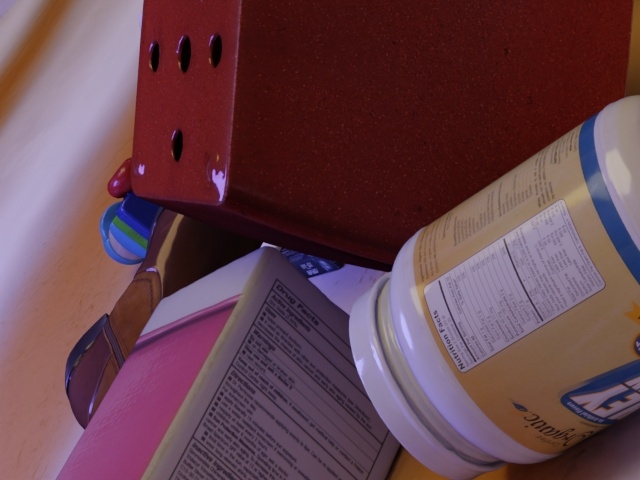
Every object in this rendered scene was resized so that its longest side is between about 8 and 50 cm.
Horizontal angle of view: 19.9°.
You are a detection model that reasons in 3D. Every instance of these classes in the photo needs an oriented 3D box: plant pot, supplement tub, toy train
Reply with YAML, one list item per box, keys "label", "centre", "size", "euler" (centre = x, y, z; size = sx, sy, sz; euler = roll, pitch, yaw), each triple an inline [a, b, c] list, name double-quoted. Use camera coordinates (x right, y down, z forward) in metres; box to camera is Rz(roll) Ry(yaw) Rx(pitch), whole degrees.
- label: "plant pot"
  centre: [0.022, -0.106, 1.147]
  size: [0.267, 0.235, 0.267]
  euler: [-171, 85, -65]
- label: "supplement tub"
  centre: [0.129, 0.031, 0.971]
  size: [0.199, 0.144, 0.144]
  euler: [-35, 23, 28]
- label: "toy train"
  centre: [-0.120, -0.086, 1.769]
  size: [0.248, 0.105, 0.143]
  euler: [-56, 9, -26]

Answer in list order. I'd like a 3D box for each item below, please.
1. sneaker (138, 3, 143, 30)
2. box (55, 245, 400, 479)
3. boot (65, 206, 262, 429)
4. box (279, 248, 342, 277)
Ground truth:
- label: "sneaker"
  centre: [-0.099, -0.342, 2.212]
  size: [0.118, 0.110, 0.292]
  euler: [8, 64, 56]
- label: "box"
  centre: [-0.061, 0.145, 1.117]
  size: [0.127, 0.148, 0.232]
  euler: [-26, 27, 44]
- label: "boot"
  centre: [-0.103, 0.069, 1.419]
  size: [0.264, 0.096, 0.280]
  euler: [-46, 21, 2]
- label: "box"
  centre: [0.000, 0.000, 1.464]
  size: [0.083, 0.018, 0.067]
  euler: [-18, 34, 52]
